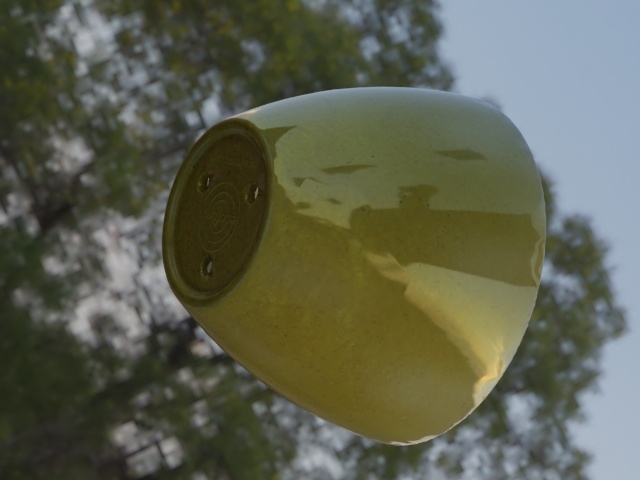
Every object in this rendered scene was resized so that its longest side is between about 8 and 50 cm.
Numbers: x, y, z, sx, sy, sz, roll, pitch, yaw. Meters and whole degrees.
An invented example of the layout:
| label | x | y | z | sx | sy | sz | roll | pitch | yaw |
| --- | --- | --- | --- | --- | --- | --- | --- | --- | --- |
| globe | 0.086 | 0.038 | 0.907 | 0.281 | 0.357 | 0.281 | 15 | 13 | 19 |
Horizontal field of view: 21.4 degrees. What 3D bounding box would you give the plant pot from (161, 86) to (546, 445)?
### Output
| label | x | y | z | sx | sy | sz | roll | pitch | yaw |
| --- | --- | --- | --- | --- | --- | --- | --- | --- | --- |
| plant pot | 0.000 | 0.000 | 0.611 | 0.134 | 0.095 | 0.134 | -25 | -122 | 48 |
